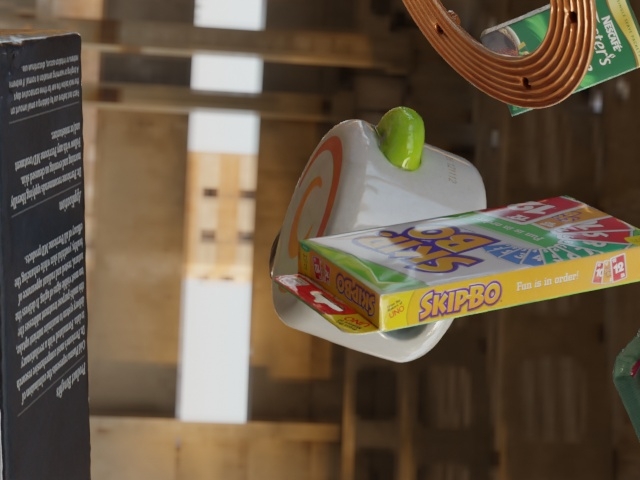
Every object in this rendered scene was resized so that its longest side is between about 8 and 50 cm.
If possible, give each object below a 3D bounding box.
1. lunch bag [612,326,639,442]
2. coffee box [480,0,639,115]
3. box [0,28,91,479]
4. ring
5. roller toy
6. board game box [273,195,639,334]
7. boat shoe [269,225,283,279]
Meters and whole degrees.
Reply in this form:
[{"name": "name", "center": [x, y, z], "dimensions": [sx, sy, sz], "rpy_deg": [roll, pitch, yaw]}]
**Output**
[{"name": "lunch bag", "center": [0.284, 0.130, 0.782], "dimensions": [0.160, 0.223, 0.262], "rpy_deg": [94, -19, -63]}, {"name": "coffee box", "center": [0.300, -0.237, 2.067], "dimensions": [0.040, 0.184, 0.113], "rpy_deg": [-54, 123, -70]}, {"name": "box", "center": [-0.463, 0.054, 1.461], "dimensions": [0.297, 0.480, 0.471], "rpy_deg": [-50, 140, -80]}, {"name": "ring", "center": [0.169, -0.291, 1.736], "dimensions": [0.336, 0.032, 0.336], "rpy_deg": [43, -28, 30]}, {"name": "roller toy", "center": [0.054, 0.004, 1.467], "dimensions": [0.209, 0.146, 0.191], "rpy_deg": [141, -34, -63]}, {"name": "board game box", "center": [0.105, 0.015, 1.207], "dimensions": [0.124, 0.259, 0.039], "rpy_deg": [32, -50, 57]}, {"name": "boat shoe", "center": [0.000, 0.000, 1.965], "dimensions": [0.207, 0.073, 0.073], "rpy_deg": [-47, -158, 42]}]
